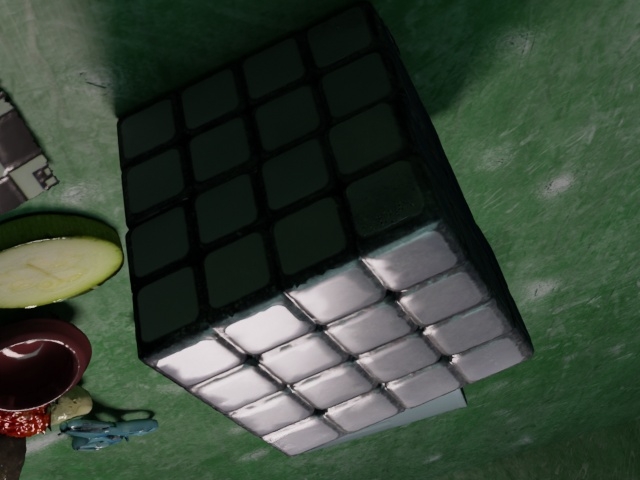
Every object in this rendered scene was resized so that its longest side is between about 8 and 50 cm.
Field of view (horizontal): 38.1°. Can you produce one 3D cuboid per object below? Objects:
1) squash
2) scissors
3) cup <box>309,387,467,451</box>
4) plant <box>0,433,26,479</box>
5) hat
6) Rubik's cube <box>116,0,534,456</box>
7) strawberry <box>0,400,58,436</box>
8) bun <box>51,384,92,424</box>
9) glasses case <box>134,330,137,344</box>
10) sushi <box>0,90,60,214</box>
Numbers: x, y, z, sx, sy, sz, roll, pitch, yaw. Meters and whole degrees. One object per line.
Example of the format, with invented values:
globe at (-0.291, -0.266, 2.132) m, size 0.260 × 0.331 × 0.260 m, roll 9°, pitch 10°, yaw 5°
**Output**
squash at (-0.384, 0.032, 1.284) m, size 0.219 × 0.041 × 0.219 m, roll -17°, pitch 158°, yaw -7°
scissors at (-0.439, 0.376, 1.829) m, size 0.180 × 0.032 × 0.393 m, roll -18°, pitch 165°, yaw 0°
cup at (0.071, 0.214, 1.659) m, size 0.311 × 0.256 × 0.331 m, roll -20°, pitch 155°, yaw 7°
plant at (-0.648, 0.372, 1.552) m, size 0.276 × 0.199 × 0.188 m, roll 14°, pitch 97°, yaw -52°
hat at (-0.462, 0.183, 1.445) m, size 0.206 × 0.089 × 0.205 m, roll -16°, pitch 135°, yaw -16°
Rubik's cube at (0.000, 0.000, 1.073) m, size 0.344 × 0.337 × 0.344 m, roll -25°, pitch 141°, yaw 13°
strawberry at (-0.512, 0.261, 1.542) m, size 0.131 × 0.131 × 0.148 m, roll -30°, pitch 149°, yaw 22°
bun at (-0.475, 0.297, 1.683) m, size 0.115 × 0.069 × 0.115 m, roll -18°, pitch 172°, yaw -3°
glasses case at (-0.173, 0.112, 1.514) m, size 0.297 × 0.075 × 0.113 m, roll -30°, pitch 150°, yaw 20°
sushi at (-0.422, -0.054, 0.906) m, size 0.296 × 0.100 × 0.373 m, roll -32°, pitch 152°, yaw -14°
